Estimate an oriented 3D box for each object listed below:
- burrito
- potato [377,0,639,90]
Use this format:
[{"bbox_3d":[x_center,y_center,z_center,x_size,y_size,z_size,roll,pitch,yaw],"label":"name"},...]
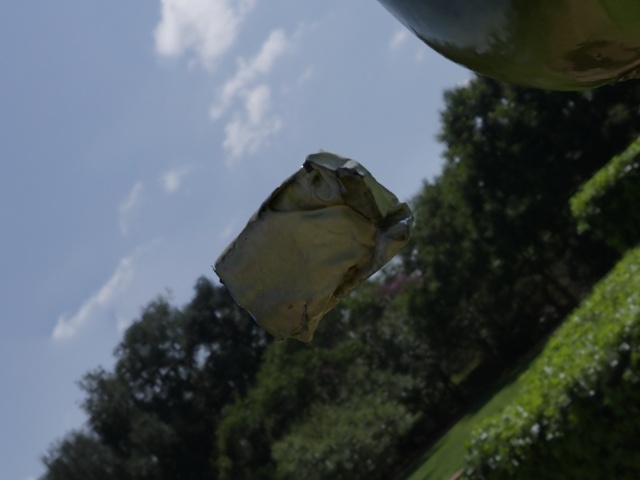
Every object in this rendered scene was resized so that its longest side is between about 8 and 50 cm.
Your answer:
[{"bbox_3d":[0.003,0.002,1.413,0.135,0.190,0.332,-30,-12,-47],"label":"burrito"},{"bbox_3d":[0.083,-0.166,0.447,0.148,0.186,0.253,-41,35,-10],"label":"potato"}]
